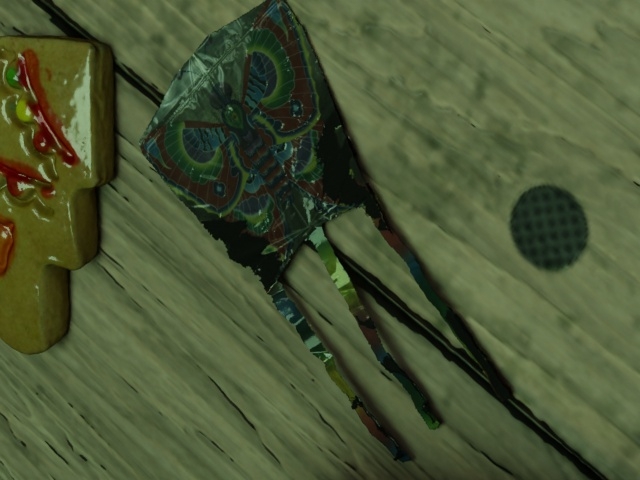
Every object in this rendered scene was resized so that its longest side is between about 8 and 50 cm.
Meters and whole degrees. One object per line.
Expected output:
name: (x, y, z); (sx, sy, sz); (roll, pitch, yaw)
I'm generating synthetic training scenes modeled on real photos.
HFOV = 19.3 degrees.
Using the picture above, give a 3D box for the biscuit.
biscuit: (-0.209, -0.047, 1.234); (0.212, 0.041, 0.238); (53, 126, 16)

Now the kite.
kite: (0.000, 0.000, 1.110); (0.152, 0.015, 0.285); (-45, 75, 35)
